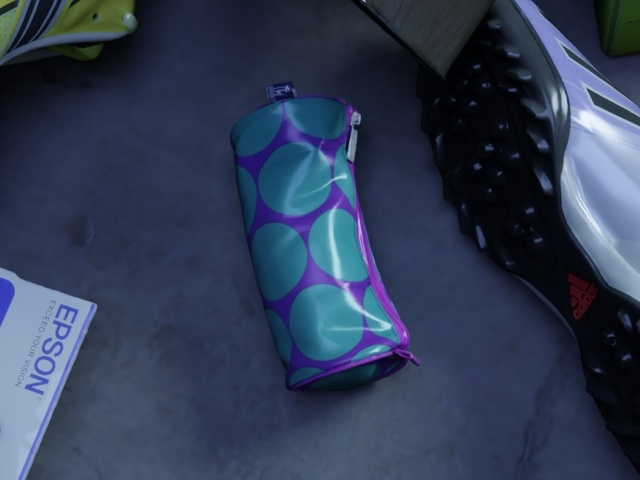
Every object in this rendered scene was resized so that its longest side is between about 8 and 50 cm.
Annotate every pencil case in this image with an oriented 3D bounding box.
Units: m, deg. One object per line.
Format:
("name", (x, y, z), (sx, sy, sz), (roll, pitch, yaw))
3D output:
("pencil case", (0.000, 0.000, 0.941), (0.070, 0.064, 0.151), (-18, 73, 16))

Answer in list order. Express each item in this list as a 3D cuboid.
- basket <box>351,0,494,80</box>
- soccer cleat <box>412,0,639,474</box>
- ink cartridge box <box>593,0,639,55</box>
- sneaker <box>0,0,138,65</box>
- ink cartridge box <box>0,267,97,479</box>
("basket", (0.061, -0.225, 0.885), (0.227, 0.154, 0.204), (-48, 66, 5))
("soccer cleat", (0.156, -0.008, 0.925), (0.116, 0.108, 0.318), (-15, 61, -31))
("ink cartridge box", (0.259, -0.215, 0.968), (0.255, 0.097, 0.188), (-8, 73, 3))
("sneaker", (-0.139, -0.181, 0.990), (0.384, 0.145, 0.147), (-46, 106, -12))
("ink cartridge box", (-0.240, 0.095, 0.942), (0.208, 0.045, 0.206), (19, 76, 11))
